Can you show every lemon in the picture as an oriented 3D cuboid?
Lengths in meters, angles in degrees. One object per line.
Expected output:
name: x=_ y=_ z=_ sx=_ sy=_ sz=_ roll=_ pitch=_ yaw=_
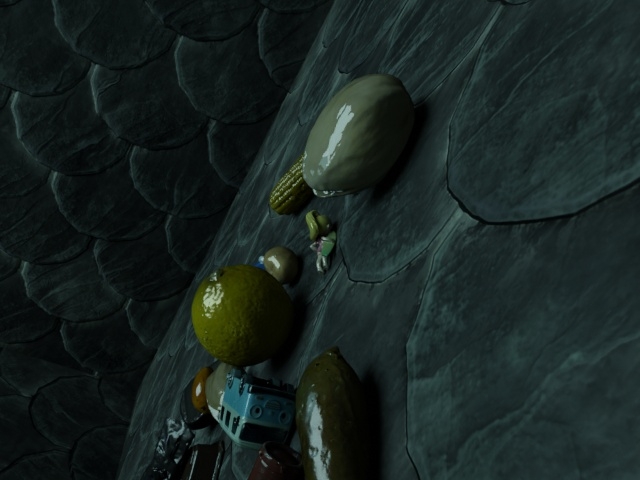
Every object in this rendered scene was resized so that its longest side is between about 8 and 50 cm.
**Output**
lemon: x=-0.208 y=0.201 z=1.465 sx=0.293 sy=0.293 sz=0.293 roll=-54 pitch=22 yaw=34

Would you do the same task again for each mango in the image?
mango: x=-0.362 y=0.461 z=1.691 sx=0.159 sy=0.084 sz=0.105 roll=-116 pitch=8 yaw=-49

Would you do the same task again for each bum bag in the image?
bum bag: x=-0.476 y=0.680 z=1.651 sx=0.137 sy=0.074 sz=0.310 roll=26 pitch=93 yaw=40

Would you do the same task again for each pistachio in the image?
pistachio: x=0.086 y=-0.239 z=1.273 sx=0.331 sy=0.226 sz=0.208 roll=-58 pitch=-18 yaw=6
pistachio: x=-0.274 y=0.441 z=1.590 sx=0.206 sy=0.131 sz=0.129 roll=-106 pitch=1 yaw=-63

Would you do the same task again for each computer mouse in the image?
computer mouse: x=-0.354 y=0.508 z=1.800 sx=0.295 sy=0.087 sz=0.168 roll=-42 pitch=39 yaw=18

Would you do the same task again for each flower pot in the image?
flower pot: x=-0.370 y=0.711 z=1.598 sx=0.179 sy=0.084 sz=0.250 roll=-42 pitch=29 yaw=51

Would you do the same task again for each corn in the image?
corn: x=-0.069 y=-0.194 z=1.803 sx=0.363 sy=0.120 sz=0.120 roll=-45 pitch=28 yaw=51

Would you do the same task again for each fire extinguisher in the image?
fire extinguisher: x=-0.125 y=0.554 z=1.100 sx=0.268 sy=0.105 sz=0.105 roll=-65 pitch=18 yaw=2

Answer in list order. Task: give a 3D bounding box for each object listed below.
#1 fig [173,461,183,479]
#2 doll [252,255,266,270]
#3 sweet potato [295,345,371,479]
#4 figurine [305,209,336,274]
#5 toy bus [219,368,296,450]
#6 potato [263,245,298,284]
fig: x=-0.477 y=0.777 z=1.755 sx=0.184 sy=0.127 sz=0.133 roll=-56 pitch=35 yaw=16
doll: x=-0.238 y=0.170 z=1.775 sx=0.256 sy=0.161 sz=0.215 roll=-60 pitch=-12 yaw=-17
sweet potato: x=0.030 y=0.355 z=0.875 sx=0.130 sy=0.131 sz=0.422 roll=-54 pitch=29 yaw=33
figurine: x=0.000 y=0.000 z=1.461 sx=0.083 sy=0.083 sz=0.187 roll=-46 pitch=37 yaw=47
toy bus: x=-0.155 y=0.408 z=1.297 sx=0.271 sy=0.133 sz=0.164 roll=159 pitch=127 yaw=-69
potato: x=-0.118 y=0.071 z=1.645 sx=0.112 sy=0.112 sz=0.147 roll=-62 pitch=25 yaw=12
